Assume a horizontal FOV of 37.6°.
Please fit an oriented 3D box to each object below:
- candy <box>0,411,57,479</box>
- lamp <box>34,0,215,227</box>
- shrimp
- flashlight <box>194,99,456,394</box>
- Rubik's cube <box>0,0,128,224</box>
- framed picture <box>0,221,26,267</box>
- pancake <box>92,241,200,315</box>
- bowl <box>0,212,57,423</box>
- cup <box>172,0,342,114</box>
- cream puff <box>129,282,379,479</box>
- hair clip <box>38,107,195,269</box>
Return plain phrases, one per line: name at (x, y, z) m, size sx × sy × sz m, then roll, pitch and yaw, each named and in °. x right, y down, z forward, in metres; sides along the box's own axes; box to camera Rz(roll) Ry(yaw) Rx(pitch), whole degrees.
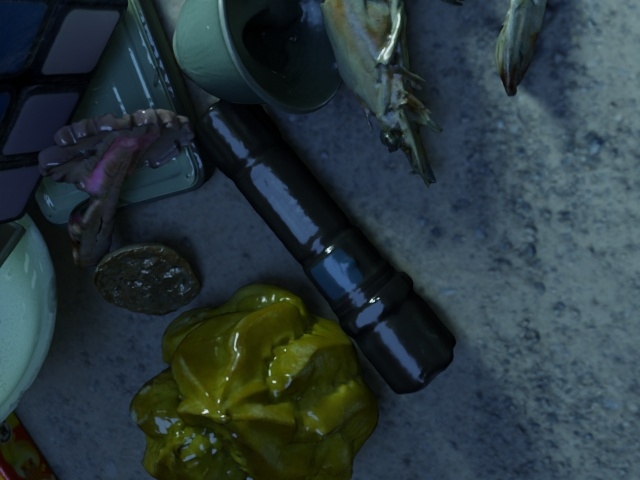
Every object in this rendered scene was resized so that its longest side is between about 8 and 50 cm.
candy at (-0.478, 0.403, 1.450) m, size 0.146 × 0.088 × 0.276 m, roll -28°, pitch 97°, yaw 25°
lamp at (-0.291, -0.165, 1.197) m, size 0.267 × 0.047 × 0.269 m, roll -14°, pitch 104°, yaw 26°
shrimp at (0.123, -0.233, 1.010) m, size 0.247 × 0.085 × 0.360 m, roll -1°, pitch 105°, yaw 12°
flashlight at (0.000, 0.000, 1.127) m, size 0.103 × 0.103 × 0.424 m, roll -39°, pitch 90°, yaw 27°
Rubik's cube at (-0.489, -0.226, 1.035) m, size 0.363 × 0.359 × 0.362 m, roll 37°, pitch 114°, yaw 15°
framed picture at (-0.506, 0.003, 1.221) m, size 0.203 × 0.150 × 0.015 m, roll 24°, pitch 160°, yaw 13°
pancake at (-0.228, 0.052, 1.237) m, size 0.140 × 0.022 × 0.139 m, roll -3°, pitch 133°, yaw -3°
bowl at (-0.544, 0.134, 1.279) m, size 0.435 × 0.434 × 0.196 m, roll 19°, pitch 158°, yaw 13°
cup at (-0.086, -0.225, 1.044) m, size 0.150 × 0.199 × 0.199 m, roll -7°, pitch 107°, yaw 41°
cream puff at (-0.103, 0.227, 1.154) m, size 0.325 × 0.257 × 0.291 m, roll -24°, pitch 97°, yaw 29°
hair clip at (-0.257, -0.071, 1.126) m, size 0.069 × 0.173 × 0.300 m, roll 61°, pitch 143°, yaw 21°
